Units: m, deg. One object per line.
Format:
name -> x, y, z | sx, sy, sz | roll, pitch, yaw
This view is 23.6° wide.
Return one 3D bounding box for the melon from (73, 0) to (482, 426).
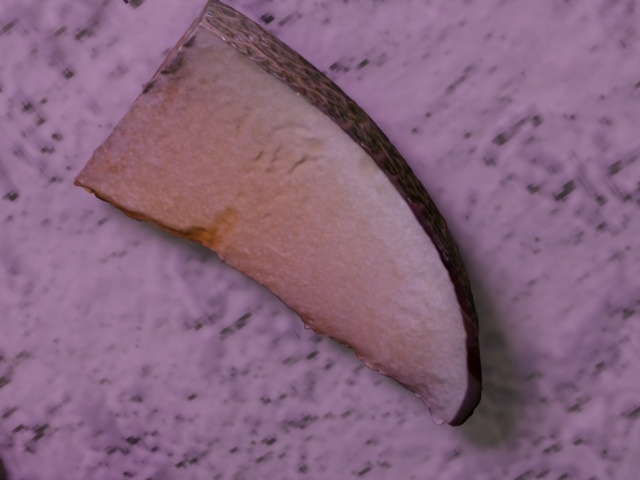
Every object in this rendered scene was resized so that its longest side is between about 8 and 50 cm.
melon -> 0.003, -0.007, 0.590 | 0.182, 0.054, 0.098 | 34, 113, -5
